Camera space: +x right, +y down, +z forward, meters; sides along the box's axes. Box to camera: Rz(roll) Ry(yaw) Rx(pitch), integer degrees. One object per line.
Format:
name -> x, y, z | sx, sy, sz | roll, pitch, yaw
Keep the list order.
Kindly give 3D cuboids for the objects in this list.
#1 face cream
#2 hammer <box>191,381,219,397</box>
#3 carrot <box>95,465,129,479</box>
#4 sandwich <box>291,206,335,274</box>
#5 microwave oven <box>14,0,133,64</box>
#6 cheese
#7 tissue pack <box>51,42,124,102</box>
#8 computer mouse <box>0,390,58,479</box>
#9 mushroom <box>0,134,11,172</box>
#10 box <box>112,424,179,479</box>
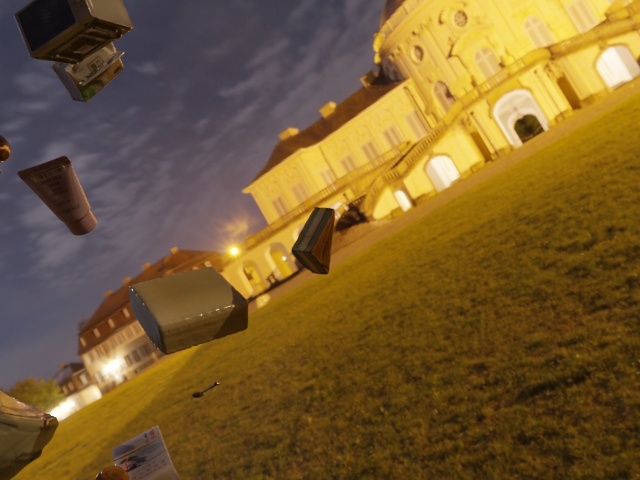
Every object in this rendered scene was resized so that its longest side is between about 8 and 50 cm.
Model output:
face cream -> -0.825, -0.141, 1.653 | 0.154, 0.096, 0.273 | -21, -45, -7
hammer -> -0.257, 0.339, 1.161 | 0.029, 0.014, 0.123 | 4, -28, -36
carrot -> -0.438, 0.573, 1.041 | 0.070, 0.070, 0.260 | -23, -46, -63
sandwich -> 0.000, 0.000, 1.472 | 0.080, 0.113, 0.163 | 6, 57, 34
microwave oven -> -0.680, -0.607, 1.432 | 0.241, 0.145, 0.194 | -20, 1, 22
cheese -> -0.381, 0.194, 1.483 | 0.266, 0.123, 0.243 | -14, 30, -36
tissue pack -> -0.856, -0.651, 1.941 | 0.229, 0.145, 0.159 | -57, -26, -28
computer mouse -> -0.837, 0.540, 1.347 | 0.228, 0.146, 0.428 | -52, -19, -20
mushroom -> -1.060, -0.262, 1.526 | 0.231, 0.194, 0.138 | -53, -18, -41
box -> -0.517, 0.657, 1.506 | 0.150, 0.066, 0.233 | -22, 20, -23
